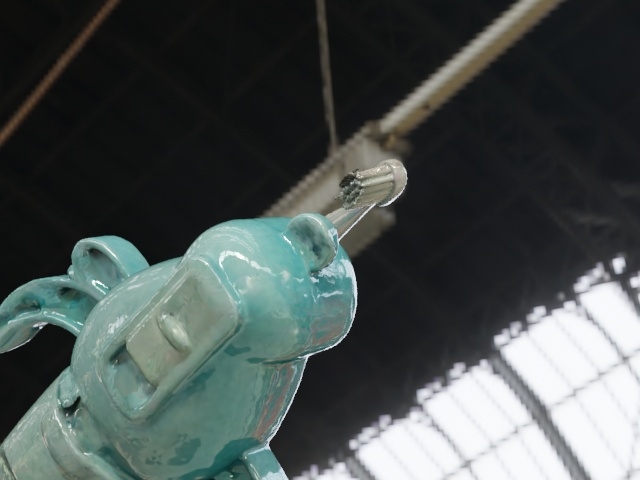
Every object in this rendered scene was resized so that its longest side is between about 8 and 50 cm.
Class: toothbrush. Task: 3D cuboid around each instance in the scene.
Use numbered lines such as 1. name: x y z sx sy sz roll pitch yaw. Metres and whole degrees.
1. toothbrush: 0.000 0.000 0.858 0.024 0.018 0.257 -15 -9 -14

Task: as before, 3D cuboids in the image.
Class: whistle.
1. whistle: -0.081 0.077 0.832 0.274 0.186 0.093 -44 -20 30
